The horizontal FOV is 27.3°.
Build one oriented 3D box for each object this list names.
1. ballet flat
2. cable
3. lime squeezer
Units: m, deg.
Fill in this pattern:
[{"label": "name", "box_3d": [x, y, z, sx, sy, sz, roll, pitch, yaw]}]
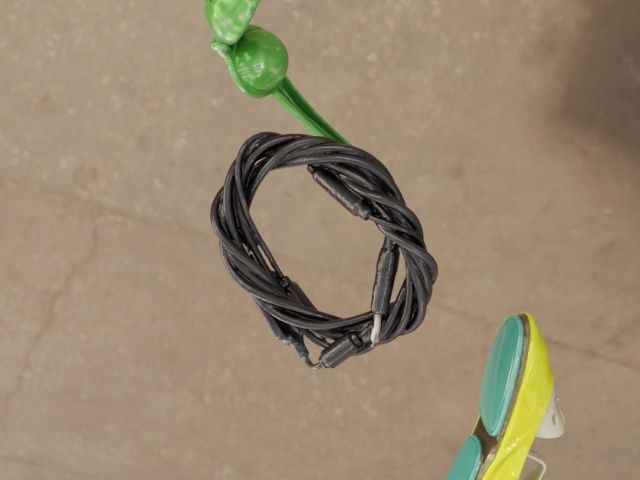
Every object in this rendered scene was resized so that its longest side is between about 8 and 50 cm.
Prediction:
[{"label": "ballet flat", "box_3d": [0.161, 0.166, 1.110, 0.077, 0.077, 0.231, 12, 112, -13]}, {"label": "cable", "box_3d": [0.000, 0.000, 0.975, 0.150, 0.047, 0.185, -27, 93, 30]}, {"label": "lime squeezer", "box_3d": [-0.027, -0.152, 0.985, 0.109, 0.059, 0.310, -4, 151, 1]}]
